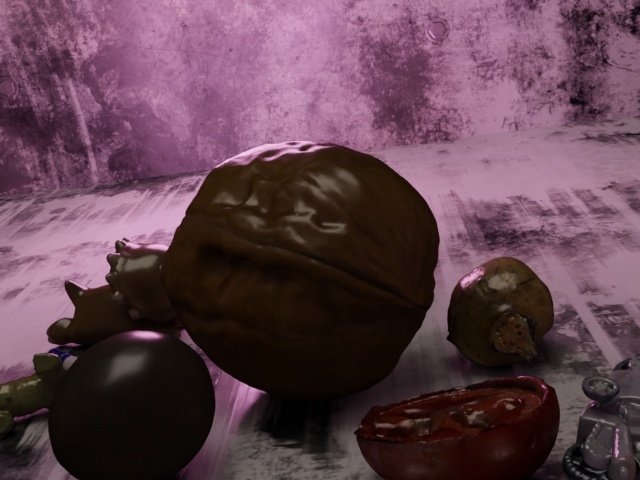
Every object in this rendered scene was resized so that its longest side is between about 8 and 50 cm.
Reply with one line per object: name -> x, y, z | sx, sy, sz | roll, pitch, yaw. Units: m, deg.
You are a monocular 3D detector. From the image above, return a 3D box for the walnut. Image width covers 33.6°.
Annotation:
walnut -> -0.025, 0.037, 1.453 | 0.398, 0.354, 0.308 | 11, -2, 41

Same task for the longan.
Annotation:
longan -> -0.218, 0.200, 1.260 | 0.198, 0.198, 0.212 | -1, -4, 25

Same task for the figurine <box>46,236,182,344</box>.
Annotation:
figurine -> -0.329, 0.080, 1.802 | 0.247, 0.173, 0.177 | 0, 17, 28

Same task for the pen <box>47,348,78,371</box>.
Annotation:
pen -> -0.346, 0.205, 1.614 | 0.033, 0.033, 0.269 | -19, 19, -37

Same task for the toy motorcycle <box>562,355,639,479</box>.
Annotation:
toy motorcycle -> 0.362, 0.201, 1.122 | 0.171, 0.110, 0.260 | 13, 28, 27

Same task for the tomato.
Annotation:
tomato -> 0.152, 0.224, 1.154 | 0.228, 0.101, 0.228 | -9, 6, 1

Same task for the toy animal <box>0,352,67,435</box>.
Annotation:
toy animal -> -0.441, 0.224, 1.509 | 0.219, 0.103, 0.101 | -13, -4, -12

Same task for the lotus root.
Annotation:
lotus root -> 0.248, 0.100, 1.500 | 0.154, 0.140, 0.257 | -47, 1, 6
